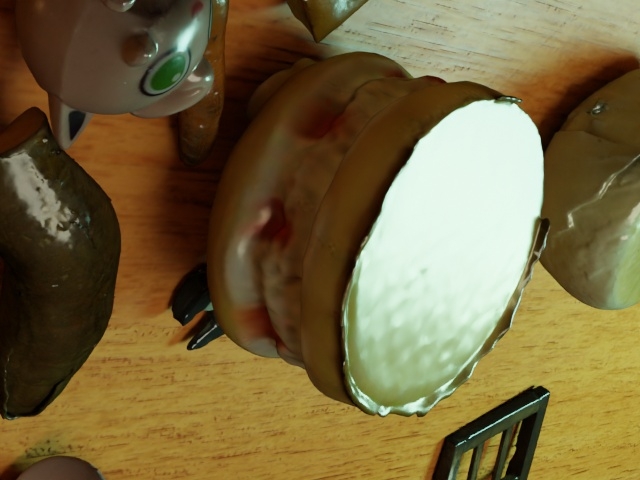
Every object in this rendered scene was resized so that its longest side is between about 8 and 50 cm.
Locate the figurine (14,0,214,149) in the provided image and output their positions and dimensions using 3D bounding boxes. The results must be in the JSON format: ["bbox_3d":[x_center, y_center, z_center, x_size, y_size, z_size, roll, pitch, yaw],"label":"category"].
[{"bbox_3d":[-0.117,-0.130,0.856,0.125,0.125,0.138,-30,156,-30],"label":"figurine"}]

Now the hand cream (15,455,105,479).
[{"bbox_3d":[-0.200,0.259,1.232,0.133,0.083,0.248,-37,158,-20],"label":"hand cream"}]

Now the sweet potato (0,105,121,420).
[{"bbox_3d":[-0.192,0.022,0.979,0.112,0.085,0.285,1,143,-12],"label":"sweet potato"}]

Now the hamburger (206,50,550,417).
[{"bbox_3d":[0.044,-0.023,1.117,0.303,0.186,0.261,-29,133,-39],"label":"hamburger"}]

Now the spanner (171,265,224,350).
[{"bbox_3d":[0.000,0.000,1.253,0.316,0.024,0.087,-32,147,-30],"label":"spanner"}]

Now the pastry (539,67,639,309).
[{"bbox_3d":[0.317,-0.055,1.494,0.265,0.133,0.264,-34,146,-27],"label":"pastry"}]

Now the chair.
[{"bbox_3d":[0.254,0.427,1.835,0.203,0.240,0.416,-23,141,-35],"label":"chair"}]

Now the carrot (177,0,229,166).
[{"bbox_3d":[-0.084,-0.118,0.993,0.047,0.047,0.191,-33,148,-26],"label":"carrot"}]

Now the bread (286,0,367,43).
[{"bbox_3d":[0.058,-0.244,1.032,0.226,0.049,0.088,-43,149,-10],"label":"bread"}]
